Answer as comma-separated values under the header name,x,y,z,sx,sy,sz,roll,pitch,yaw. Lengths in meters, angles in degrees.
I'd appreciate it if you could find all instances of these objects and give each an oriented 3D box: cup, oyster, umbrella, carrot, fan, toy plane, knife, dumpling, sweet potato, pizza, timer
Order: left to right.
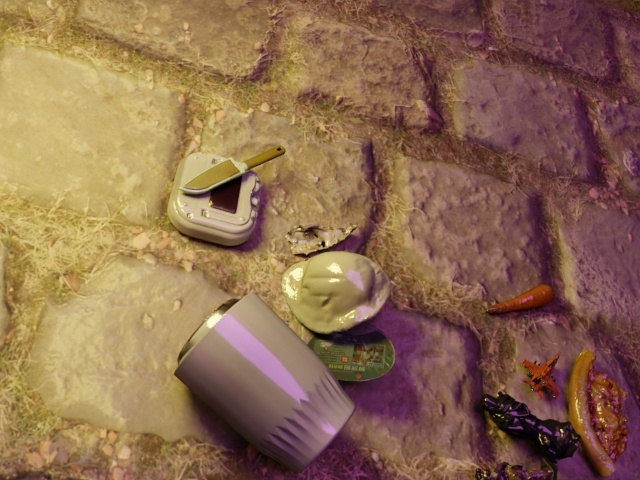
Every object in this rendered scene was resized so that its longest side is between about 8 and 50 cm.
name,x,y,z,sx,sy,sz,roll,pitch,yaw
timer,-0.278,-0.119,1.824,0.237,0.087,0.262,14,54,-14
knife,-0.233,-0.194,1.821,0.343,0.027,0.061,-31,75,-35
cup,-0.122,0.315,1.512,0.371,0.253,0.253,43,53,4
oyster,0.000,-0.001,1.897,0.200,0.061,0.106,7,74,-15
dumpling,0.036,0.141,1.759,0.175,0.243,0.227,35,57,-34
sweet potato,0.076,0.288,1.733,0.195,0.056,0.056,-16,66,-23
fan,0.102,0.255,1.723,0.223,0.012,0.294,23,46,30
carrot,0.597,0.182,2.014,0.256,0.061,0.061,-15,66,-26
umbrella,0.538,0.478,1.763,0.272,0.110,0.122,30,51,-4
toy plane,0.629,0.370,1.910,0.135,0.062,0.188,45,40,10
pizza,0.776,0.473,1.885,0.182,0.074,0.365,13,55,-3

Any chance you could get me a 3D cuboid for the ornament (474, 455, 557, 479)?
name,x,y,z,sx,sy,sz,roll,pitch,yaw
ornament,0.479,0.595,1.689,0.203,0.088,0.081,-2,91,-10
